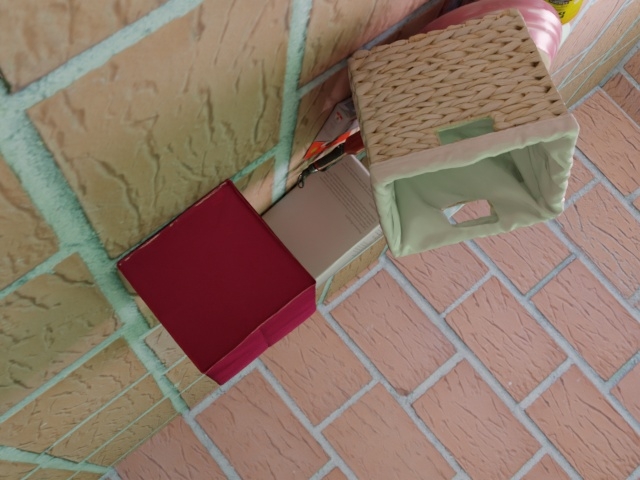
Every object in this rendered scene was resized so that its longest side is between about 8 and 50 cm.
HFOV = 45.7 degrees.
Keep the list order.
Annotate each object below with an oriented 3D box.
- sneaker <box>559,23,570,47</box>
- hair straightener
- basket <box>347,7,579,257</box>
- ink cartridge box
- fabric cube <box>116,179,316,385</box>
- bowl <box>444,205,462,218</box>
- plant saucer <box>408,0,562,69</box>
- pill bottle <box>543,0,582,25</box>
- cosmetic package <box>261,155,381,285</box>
[{"bbox_3d":[0.574,-0.489,2.090,0.151,0.094,0.255,-38,161,-46],"label":"sneaker"},{"bbox_3d":[0.048,-0.179,1.592,0.230,0.047,0.089,-35,-179,4],"label":"hair straightener"},{"bbox_3d":[0.237,-0.172,1.331,0.329,0.266,0.331,-14,154,5],"label":"basket"},{"bbox_3d":[0.056,-0.224,1.517,0.145,0.045,0.179,-31,164,-38],"label":"ink cartridge box"},{"bbox_3d":[-0.178,0.087,1.416,0.259,0.254,0.258,-38,168,-10],"label":"fabric cube"},{"bbox_3d":[0.298,-0.155,1.893,0.312,0.163,0.311,-39,170,-8],"label":"bowl"},{"bbox_3d":[0.307,-0.332,1.464,0.333,0.084,0.332,-13,160,-5],"label":"plant saucer"},{"bbox_3d":[0.502,-0.528,1.614,0.117,0.117,0.215,-41,169,4],"label":"pill bottle"},{"bbox_3d":[-0.014,-0.017,1.711,0.366,0.197,0.155,-40,171,7],"label":"cosmetic package"}]
